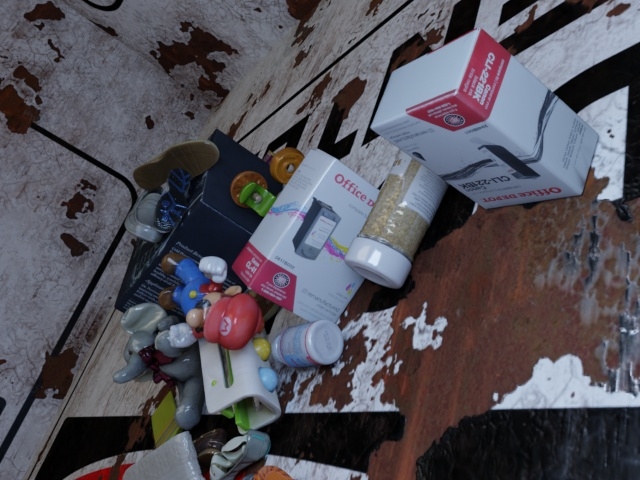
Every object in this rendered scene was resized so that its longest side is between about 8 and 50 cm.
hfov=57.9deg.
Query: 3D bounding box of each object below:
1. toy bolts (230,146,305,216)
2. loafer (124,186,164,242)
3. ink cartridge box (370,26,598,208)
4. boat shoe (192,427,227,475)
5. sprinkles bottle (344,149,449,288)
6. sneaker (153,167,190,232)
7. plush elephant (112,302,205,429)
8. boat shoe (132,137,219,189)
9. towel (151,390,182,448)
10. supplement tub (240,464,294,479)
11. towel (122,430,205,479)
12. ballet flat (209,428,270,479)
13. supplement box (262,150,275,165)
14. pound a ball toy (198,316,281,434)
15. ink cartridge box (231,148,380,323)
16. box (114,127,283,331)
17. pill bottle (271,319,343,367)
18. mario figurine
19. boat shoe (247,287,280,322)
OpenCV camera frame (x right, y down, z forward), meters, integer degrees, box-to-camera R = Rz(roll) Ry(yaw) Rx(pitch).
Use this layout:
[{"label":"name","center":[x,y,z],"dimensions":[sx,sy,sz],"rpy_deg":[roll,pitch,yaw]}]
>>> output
[{"label":"toy bolts","center":[-0.112,-0.148,1.593],"dimensions":[0.218,0.228,0.158],"rpy_deg":[-50,34,4]},{"label":"loafer","center":[-0.485,-0.082,1.646],"dimensions":[0.111,0.112,0.319],"rpy_deg":[-62,23,11]},{"label":"ink cartridge box","center":[0.247,-0.165,0.877],"dimensions":[0.197,0.273,0.114],"rpy_deg":[-7,58,60]},{"label":"boat shoe","center":[-0.283,0.496,1.327],"dimensions":[0.207,0.073,0.073],"rpy_deg":[-34,30,28]},{"label":"sprinkles bottle","center":[0.173,-0.088,1.105],"dimensions":[0.121,0.121,0.355],"rpy_deg":[2,62,63]},{"label":"sneaker","center":[-0.401,-0.097,1.577],"dimensions":[0.081,0.080,0.211],"rpy_deg":[121,164,-48]},{"label":"plush elephant","center":[-0.442,0.319,1.581],"dimensions":[0.256,0.271,0.330],"rpy_deg":[-8,20,8]},{"label":"boat shoe","center":[-0.410,-0.231,1.664],"dimensions":[0.285,0.104,0.089],"rpy_deg":[-14,28,22]},{"label":"towel","center":[-0.438,0.521,1.653],"dimensions":[0.102,0.021,0.237],"rpy_deg":[-53,23,-4]},{"label":"supplement tub","center":[-0.124,0.480,0.982],"dimensions":[0.190,0.117,0.117],"rpy_deg":[-51,25,15]},{"label":"towel","center":[-0.338,0.555,1.277],"dimensions":[0.282,0.049,0.187],"rpy_deg":[-39,68,33]},{"label":"ballet flat","center":[-0.187,0.451,1.196],"dimensions":[0.213,0.068,0.072],"rpy_deg":[-45,27,27]},{"label":"supplement box","center":[-0.190,-0.282,2.124],"dimensions":[0.083,0.043,0.055],"rpy_deg":[-53,24,7]},{"label":"pound a ball toy","center":[-0.155,0.262,1.287],"dimensions":[0.136,0.208,0.319],"rpy_deg":[-30,42,9]},{"label":"ink cartridge box","center":[0.000,0.000,1.194],"dimensions":[0.306,0.226,0.131],"rpy_deg":[-56,29,3]},{"label":"box","center":[-0.365,-0.015,1.836],"dimensions":[0.472,0.297,0.480],"rpy_deg":[-44,27,23]},{"label":"pill bottle","center":[-0.031,0.212,1.169],"dimensions":[0.160,0.087,0.087],"rpy_deg":[-23,41,52]},{"label":"mario figurine","center":[-0.257,0.127,1.184],"dimensions":[0.170,0.198,0.321],"rpy_deg":[-41,37,-22]},{"label":"boat shoe","center":[-0.129,0.088,1.464],"dimensions":[0.324,0.120,0.122],"rpy_deg":[-49,25,17]}]
